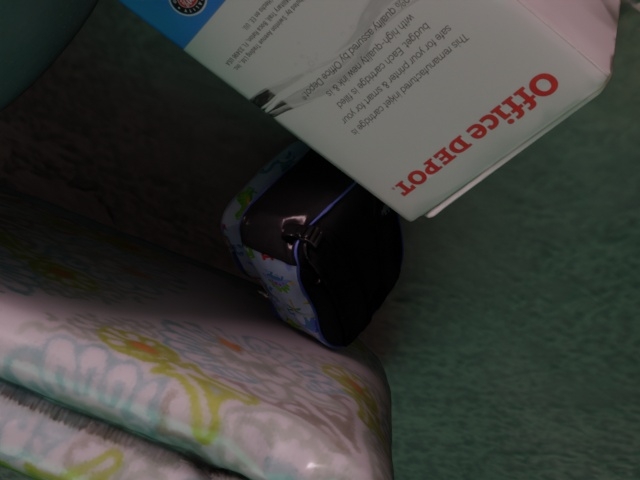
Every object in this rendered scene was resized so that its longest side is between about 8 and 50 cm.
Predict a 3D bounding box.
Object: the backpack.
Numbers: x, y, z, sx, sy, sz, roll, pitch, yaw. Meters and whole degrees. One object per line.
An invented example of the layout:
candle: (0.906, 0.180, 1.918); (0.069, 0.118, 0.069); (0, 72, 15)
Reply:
backpack: (0.000, 0.000, 0.680); (0.084, 0.105, 0.114); (22, 147, 34)

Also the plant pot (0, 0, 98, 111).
plant pot: (-0.235, -0.140, 0.498); (0.293, 0.196, 0.293); (5, 151, 3)

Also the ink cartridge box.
ink cartridge box: (0.025, -0.123, 0.547); (0.203, 0.086, 0.148); (36, 136, -17)

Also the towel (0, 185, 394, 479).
towel: (-0.134, 0.061, 0.659); (0.374, 0.320, 0.090); (21, 98, 2)
